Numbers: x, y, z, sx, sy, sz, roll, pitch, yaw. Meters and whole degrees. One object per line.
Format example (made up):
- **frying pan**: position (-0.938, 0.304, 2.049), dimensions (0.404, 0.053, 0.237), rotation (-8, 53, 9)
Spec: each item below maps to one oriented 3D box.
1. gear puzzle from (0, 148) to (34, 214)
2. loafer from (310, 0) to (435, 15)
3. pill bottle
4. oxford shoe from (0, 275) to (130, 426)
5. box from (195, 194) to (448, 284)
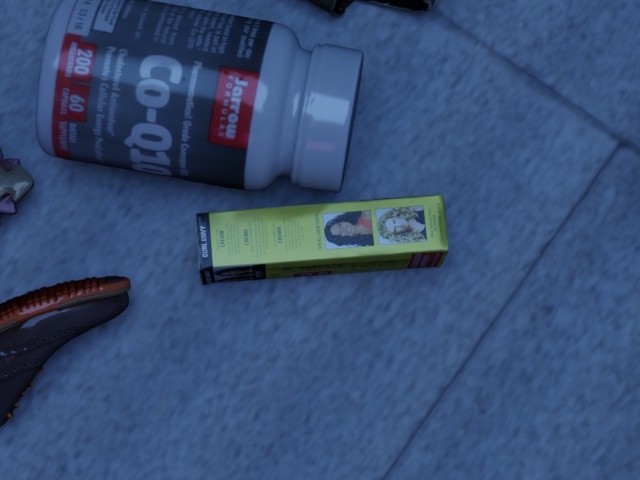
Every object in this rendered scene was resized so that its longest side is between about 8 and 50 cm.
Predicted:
- **gear puzzle**: position (-0.444, -0.101, 1.561), dimensions (0.339, 0.044, 0.175), rotation (42, 80, 11)
- **loafer**: position (0.007, -0.273, 1.583), dimensions (0.251, 0.094, 0.087), rotation (5, 72, 0)
- **pill bottle**: position (-0.109, -0.134, 1.511), dimensions (0.283, 0.161, 0.161), rotation (10, 76, 2)
- **oxford shoe**: position (-0.291, 0.113, 1.493), dimensions (0.271, 0.097, 0.098), rotation (-24, 97, -3)
- **box**: position (0.000, 0.000, 1.520), dimensions (0.232, 0.087, 0.058), rotation (-5, 78, -4)
